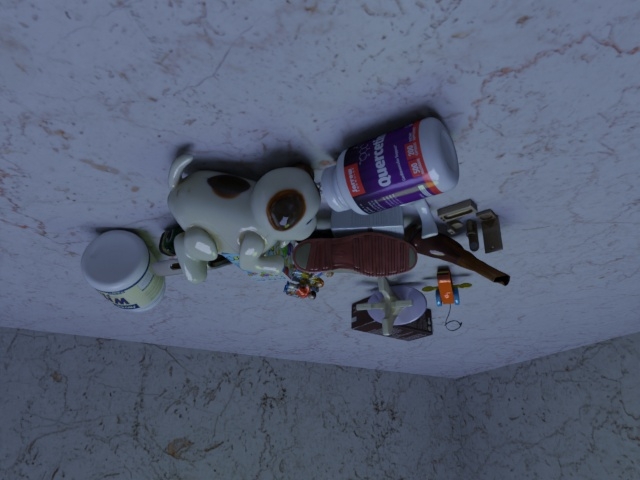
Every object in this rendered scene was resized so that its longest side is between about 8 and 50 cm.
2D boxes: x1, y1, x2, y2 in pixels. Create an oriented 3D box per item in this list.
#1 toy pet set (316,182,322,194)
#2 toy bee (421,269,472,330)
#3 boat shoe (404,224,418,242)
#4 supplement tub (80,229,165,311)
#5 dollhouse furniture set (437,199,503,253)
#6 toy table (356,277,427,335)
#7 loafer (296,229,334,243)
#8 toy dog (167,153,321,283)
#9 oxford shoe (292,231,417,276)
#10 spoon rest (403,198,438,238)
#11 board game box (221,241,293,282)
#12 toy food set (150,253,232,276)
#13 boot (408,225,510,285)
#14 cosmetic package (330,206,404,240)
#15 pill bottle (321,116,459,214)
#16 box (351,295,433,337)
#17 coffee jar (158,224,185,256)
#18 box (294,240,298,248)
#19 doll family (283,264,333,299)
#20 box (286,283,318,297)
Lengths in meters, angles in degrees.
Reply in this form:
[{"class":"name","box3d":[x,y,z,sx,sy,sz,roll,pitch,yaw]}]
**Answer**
[{"class":"toy pet set","box3d":[0.032,-0.154,1.413,0.122,0.065,0.114,27,180,-36]},{"class":"toy bee","box3d":[0.531,0.220,2.050,0.195,0.162,0.298,9,129,4]},{"class":"boat shoe","box3d":[0.296,-0.001,1.674,0.060,0.064,0.178,3,157,-7]},{"class":"supplement tub","box3d":[-0.731,0.128,1.819,0.235,0.235,0.325,2,154,0]},{"class":"dollhouse furniture set","box3d":[0.474,-0.035,1.522,0.144,0.123,0.151,-19,147,36]},{"class":"toy table","box3d":[0.306,0.280,2.086,0.274,0.252,0.161,-22,163,26]},{"class":"loafer","box3d":[0.000,0.000,1.704,0.170,0.062,0.061,-1,159,10]},{"class":"toy dog","box3d":[-0.192,-0.093,1.352,0.407,0.284,0.395,-6,116,20]},{"class":"oxford shoe","box3d":[0.111,0.044,1.561,0.396,0.141,0.146,4,178,1]},{"class":"spoon rest","box3d":[0.271,-0.118,1.443,0.137,0.084,0.276,-17,135,31]},{"class":"board game box","box3d":[-0.214,0.033,1.692,0.144,0.142,0.275,-7,153,18]},{"class":"toy food set","box3d":[-0.413,0.053,1.690,0.219,0.092,0.306,-9,-177,22]},{"class":"boot","box3d":[0.443,0.066,1.548,0.264,0.280,0.096,19,106,-47]},{"class":"cosmetic package","box3d":[0.155,-0.050,1.562,0.231,0.086,0.117,-5,153,11]},{"class":"pill bottle","box3d":[0.167,-0.172,1.199,0.323,0.182,0.181,-16,149,32]},{"class":"box","box3d":[0.359,0.397,2.406,0.381,0.143,0.191,16,151,-30]},{"class":"coffee jar","box3d":[-0.489,-0.007,1.682,0.184,0.096,0.079,-18,145,37]},{"class":"box","box3d":[-0.056,0.025,1.796,0.081,0.028,0.136,4,156,-3]},{"class":"doll family","box3d":[-0.035,0.134,1.949,0.163,0.118,0.263,18,136,-11]},{"class":"box","box3d":[-0.085,0.233,2.223,0.094,0.027,0.137,21,149,-32]}]
